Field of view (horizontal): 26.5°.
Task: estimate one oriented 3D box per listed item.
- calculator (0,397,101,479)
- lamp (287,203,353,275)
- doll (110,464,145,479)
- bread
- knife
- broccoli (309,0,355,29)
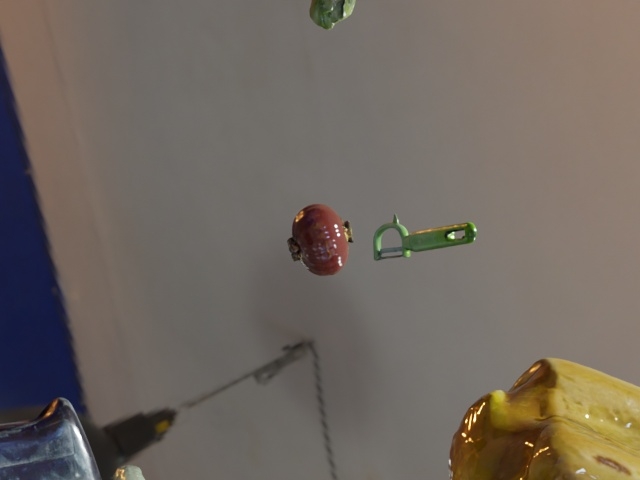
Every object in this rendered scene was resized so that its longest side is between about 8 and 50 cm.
[{"bbox_3d":[-0.265,0.278,1.192,0.040,0.177,0.268,-19,-101,62],"label":"calculator"},{"bbox_3d":[0.000,0.000,1.853,0.101,0.090,0.101,163,-90,-88],"label":"lamp"},{"bbox_3d":[-0.210,0.287,1.315,0.214,0.071,0.104,119,-26,-44],"label":"doll"},{"bbox_3d":[0.357,0.337,1.771,0.361,0.394,0.250,-91,-158,-69],"label":"bread"},{"bbox_3d":[0.120,-0.009,1.590,0.212,0.015,0.054,-8,-100,61],"label":"knife"},{"bbox_3d":[0.023,-0.429,1.787,0.145,0.164,0.304,-106,-163,-62],"label":"broccoli"}]
